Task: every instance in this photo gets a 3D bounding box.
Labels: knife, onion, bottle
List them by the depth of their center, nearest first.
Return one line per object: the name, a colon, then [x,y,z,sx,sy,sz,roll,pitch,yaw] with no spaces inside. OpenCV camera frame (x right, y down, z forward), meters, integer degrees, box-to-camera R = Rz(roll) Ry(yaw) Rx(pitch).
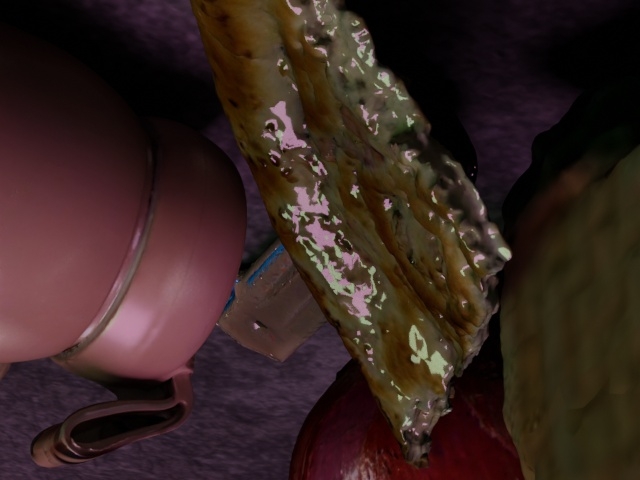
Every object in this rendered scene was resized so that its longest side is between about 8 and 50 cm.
bottle: [-0.187,-0.012,0.757,0.296,0.206,0.173,21,157,-30]
knife: [0.004,-0.004,0.915,0.089,0.043,0.365,43,151,2]
onion: [0.114,0.135,0.936,0.276,0.276,0.276,5,153,3]

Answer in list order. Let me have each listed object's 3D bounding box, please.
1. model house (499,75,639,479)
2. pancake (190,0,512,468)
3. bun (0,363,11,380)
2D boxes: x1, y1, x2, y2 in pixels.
model house: [0.312,0.027,0.628,0.382,0.335,0.342,17,141,-22]
pancake: [0.012,-0.025,0.701,0.197,0.054,0.377,32,153,50]
bun: [-0.282,0.045,0.973,0.178,0.128,0.193,5,151,4]
